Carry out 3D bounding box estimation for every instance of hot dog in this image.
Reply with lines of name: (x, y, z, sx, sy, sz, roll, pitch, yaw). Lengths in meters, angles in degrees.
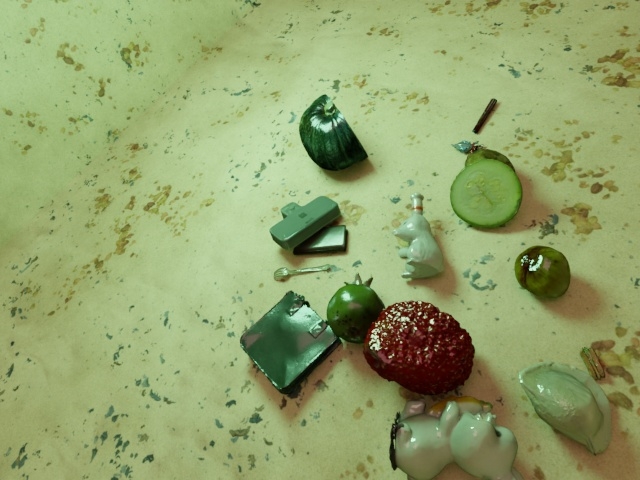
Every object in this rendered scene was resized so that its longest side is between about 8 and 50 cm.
hot dog: (0.681, 0.308, 1.059, 0.037, 0.021, 0.083, -26, 51, 30)

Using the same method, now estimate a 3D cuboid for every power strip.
power strip: (-0.074, -0.082, 1.586, 0.264, 0.059, 0.193, -35, 41, -19)

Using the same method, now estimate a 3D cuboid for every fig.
fig: (0.614, 0.087, 1.173, 0.136, 0.120, 0.153, -34, 62, 47)

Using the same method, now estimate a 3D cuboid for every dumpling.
dumpling: (0.582, 0.371, 0.996, 0.215, 0.126, 0.166, 27, 54, 37)

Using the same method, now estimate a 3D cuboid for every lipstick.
lipstick: (0.627, -0.475, 1.618, 0.027, 0.027, 0.177, 23, 69, 33)

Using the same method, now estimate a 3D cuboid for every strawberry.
strawberry: (0.257, 0.277, 1.104, 0.260, 0.258, 0.261, -12, 59, 20)

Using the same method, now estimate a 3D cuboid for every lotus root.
lotus root: (0.559, -0.245, 1.431, 0.138, 0.138, 0.214, -31, 40, 0)

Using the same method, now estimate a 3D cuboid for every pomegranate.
pomegranate: (0.113, 0.198, 1.281, 0.181, 0.182, 0.224, -4, 35, 20)

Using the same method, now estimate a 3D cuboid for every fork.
fork: (-0.071, 0.107, 1.499, 0.219, 0.028, 0.034, -9, 51, 17)

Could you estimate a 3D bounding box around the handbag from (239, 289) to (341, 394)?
handbag: (-0.096, 0.315, 1.335, 0.260, 0.079, 0.247, -43, 54, -13)

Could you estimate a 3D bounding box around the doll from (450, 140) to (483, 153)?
doll: (0.537, -0.343, 1.556, 0.114, 0.039, 0.057, 12, 105, 19)

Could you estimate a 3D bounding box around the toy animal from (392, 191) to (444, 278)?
toy animal: (0.300, -0.010, 1.364, 0.138, 0.141, 0.283, -13, 56, 3)

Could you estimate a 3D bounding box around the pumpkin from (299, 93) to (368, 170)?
pumpkin: (0.025, -0.403, 1.669, 0.196, 0.263, 0.293, -35, 50, 4)

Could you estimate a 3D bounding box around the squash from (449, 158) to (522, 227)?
squash: (0.525, -0.148, 1.345, 0.219, 0.041, 0.220, 6, 100, 33)

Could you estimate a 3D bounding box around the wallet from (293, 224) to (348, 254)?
wallet: (0.000, 0.000, 1.542, 0.197, 0.031, 0.110, -6, 55, 19)

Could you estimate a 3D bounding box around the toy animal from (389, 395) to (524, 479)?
toy animal: (0.323, 0.488, 0.987, 0.309, 0.183, 0.247, 2, 63, 17)
